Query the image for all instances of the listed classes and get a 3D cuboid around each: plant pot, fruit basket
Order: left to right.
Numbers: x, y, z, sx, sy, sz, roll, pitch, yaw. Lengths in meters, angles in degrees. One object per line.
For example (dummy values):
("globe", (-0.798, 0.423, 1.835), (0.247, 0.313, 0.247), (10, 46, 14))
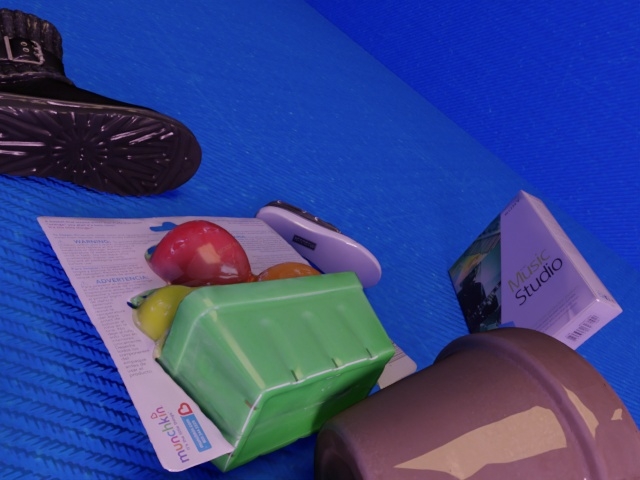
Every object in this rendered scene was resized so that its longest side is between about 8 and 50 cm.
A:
("fruit basket", (-0.107, 0.075, 0.572), (0.327, 0.165, 0.353), (-3, 30, -46))
("plant pot", (0.125, 0.228, 0.471), (0.229, 0.263, 0.263), (-5, 45, -23))

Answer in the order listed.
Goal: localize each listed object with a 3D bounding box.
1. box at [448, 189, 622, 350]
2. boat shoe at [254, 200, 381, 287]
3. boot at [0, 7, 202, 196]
("box", (0.351, 0.082, 0.874), (0.059, 0.232, 0.322), (25, 30, -15))
("boat shoe", (0.000, 0.000, 0.822), (0.229, 0.080, 0.076), (24, 32, -1))
("boot", (-0.362, -0.205, 0.710), (0.348, 0.131, 0.260), (7, 39, -37))
